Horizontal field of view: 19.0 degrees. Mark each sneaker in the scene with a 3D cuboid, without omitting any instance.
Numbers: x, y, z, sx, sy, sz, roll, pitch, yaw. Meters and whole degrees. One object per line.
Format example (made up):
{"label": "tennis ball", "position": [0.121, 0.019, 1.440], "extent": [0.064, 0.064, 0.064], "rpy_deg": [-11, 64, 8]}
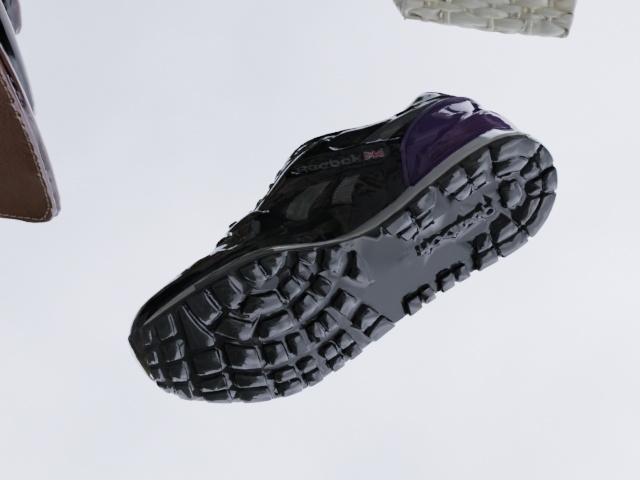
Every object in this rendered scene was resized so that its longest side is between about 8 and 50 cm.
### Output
{"label": "sneaker", "position": [0.000, 0.000, 1.191], "extent": [0.283, 0.107, 0.124], "rpy_deg": [-26, -142, -15]}

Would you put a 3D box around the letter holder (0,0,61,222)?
{"label": "letter holder", "position": [-0.253, -0.160, 1.138], "extent": [0.214, 0.302, 0.152], "rpy_deg": [11, -119, 16]}

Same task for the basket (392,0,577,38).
{"label": "basket", "position": [0.146, -0.247, 1.667], "extent": [0.103, 0.167, 0.113], "rpy_deg": [-103, -160, -65]}
